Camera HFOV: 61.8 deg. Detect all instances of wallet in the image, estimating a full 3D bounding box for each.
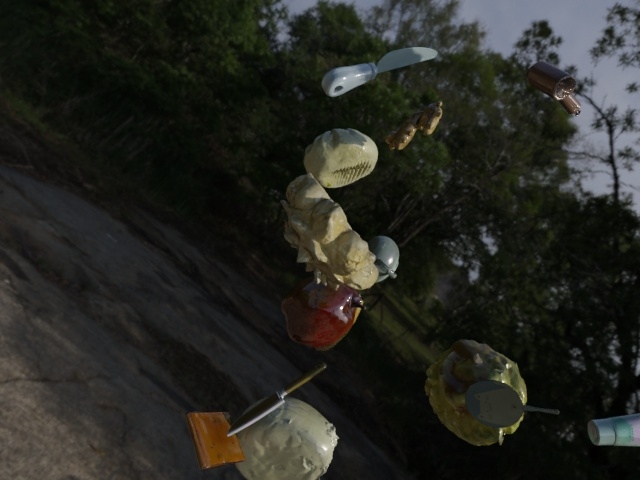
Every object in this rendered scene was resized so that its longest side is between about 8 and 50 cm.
[{"bbox_3d":[-0.301,0.564,1.517,0.195,0.042,0.161,30,30,-61],"label":"wallet"}]

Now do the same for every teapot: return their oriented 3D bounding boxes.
[{"bbox_3d":[0.217,0.078,2.027,0.129,0.193,0.294,41,4,-17],"label":"teapot"}]

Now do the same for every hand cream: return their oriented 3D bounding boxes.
[{"bbox_3d":[0.601,0.356,1.008,0.047,0.174,0.076,77,10,-85],"label":"hand cream"}]

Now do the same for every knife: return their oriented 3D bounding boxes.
[{"bbox_3d":[-0.093,0.339,1.152,0.022,0.256,0.046,63,-13,-22],"label":"knife"},{"bbox_3d":[0.153,-0.422,1.284,0.044,0.331,0.080,61,-18,19],"label":"knife"}]

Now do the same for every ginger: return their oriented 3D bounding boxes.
[{"bbox_3d":[0.288,-0.339,1.590,0.052,0.176,0.193,43,-5,-28],"label":"ginger"}]

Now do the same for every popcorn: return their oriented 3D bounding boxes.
[{"bbox_3d":[0.475,0.460,1.609,0.279,0.274,0.335,2,18,-39],"label":"popcorn"}]

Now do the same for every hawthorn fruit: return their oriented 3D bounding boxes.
[{"bbox_3d":[0.019,0.198,1.528,0.208,0.248,0.208,41,43,-53],"label":"hawthorn fruit"}]

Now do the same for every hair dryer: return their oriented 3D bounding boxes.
[{"bbox_3d":[0.594,-0.363,1.322,0.182,0.064,0.117,30,20,-35],"label":"hair dryer"}]

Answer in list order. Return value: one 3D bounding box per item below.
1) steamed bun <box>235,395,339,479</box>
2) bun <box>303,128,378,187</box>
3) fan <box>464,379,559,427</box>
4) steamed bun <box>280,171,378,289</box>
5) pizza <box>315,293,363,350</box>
[{"bbox_3d":[-0.111,0.625,1.690,0.312,0.333,0.233,36,29,1],"label":"steamed bun"},{"bbox_3d":[0.065,-0.287,1.777,0.259,0.259,0.159,53,19,-76],"label":"bun"},{"bbox_3d":[0.372,0.325,1.047,0.005,0.175,0.113,-40,125,-57],"label":"fan"},{"bbox_3d":[0.000,0.000,1.143,0.295,0.137,0.292,51,-5,41],"label":"steamed bun"},{"bbox_3d":[0.065,0.263,1.798,0.058,0.292,0.197,26,31,-14],"label":"pizza"}]
